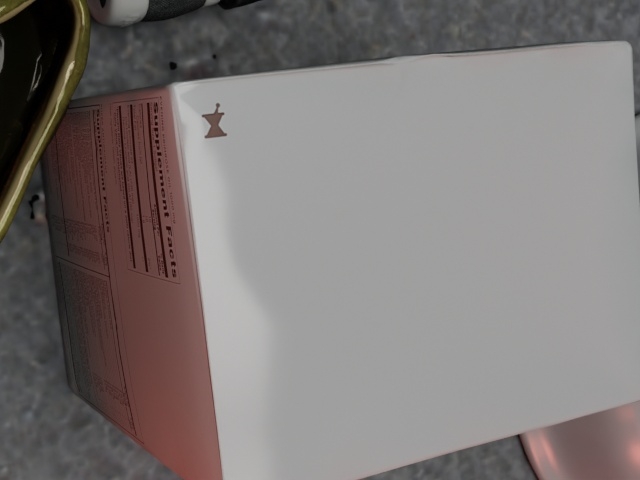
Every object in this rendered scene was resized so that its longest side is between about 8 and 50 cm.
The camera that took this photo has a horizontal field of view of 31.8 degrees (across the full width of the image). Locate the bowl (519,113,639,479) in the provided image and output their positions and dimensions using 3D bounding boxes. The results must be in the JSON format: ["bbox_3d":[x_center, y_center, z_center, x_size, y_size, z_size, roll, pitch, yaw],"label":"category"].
[{"bbox_3d":[0.268,0.064,0.672,0.298,0.134,0.297,-2,96,-26],"label":"bowl"}]

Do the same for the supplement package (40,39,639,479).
[{"bbox_3d":[0.000,0.000,0.492,0.194,0.203,0.149,-9,98,-25],"label":"supplement package"}]

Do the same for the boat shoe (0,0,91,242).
[{"bbox_3d":[-0.193,0.012,0.416,0.111,0.104,0.307,41,66,-40],"label":"boat shoe"}]

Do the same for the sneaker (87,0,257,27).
[{"bbox_3d":[-0.065,-0.214,0.518,0.121,0.079,0.216,-15,109,-28],"label":"sneaker"}]
